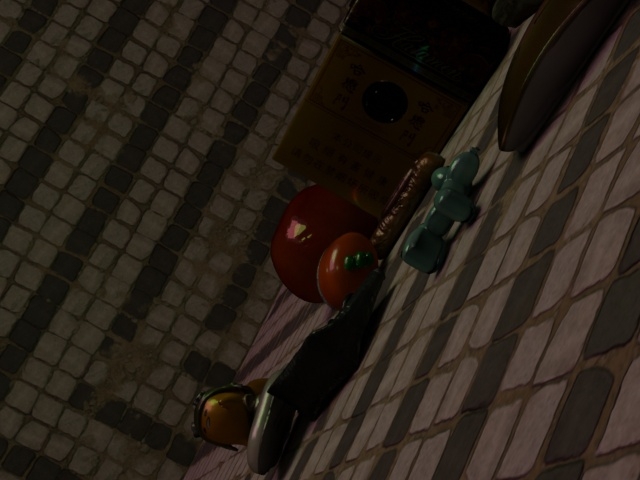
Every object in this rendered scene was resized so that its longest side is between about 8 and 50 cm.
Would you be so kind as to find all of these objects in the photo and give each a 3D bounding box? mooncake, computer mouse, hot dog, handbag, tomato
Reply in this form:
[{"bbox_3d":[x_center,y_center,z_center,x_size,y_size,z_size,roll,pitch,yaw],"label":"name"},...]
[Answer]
[{"bbox_3d":[0.326,-0.399,1.850,0.130,0.073,0.125,-61,1,-21],"label":"mooncake"},{"bbox_3d":[0.287,-0.245,1.412,0.310,0.072,0.158,-58,8,29],"label":"computer mouse"},{"bbox_3d":[0.139,-0.064,2.037,0.216,0.047,0.066,-59,3,23],"label":"hot dog"},{"bbox_3d":[0.016,0.166,1.866,0.175,0.088,0.270,-56,0,-43],"label":"handbag"},{"bbox_3d":[-0.002,0.003,2.359,0.260,0.180,0.260,-63,4,8],"label":"tomato"}]

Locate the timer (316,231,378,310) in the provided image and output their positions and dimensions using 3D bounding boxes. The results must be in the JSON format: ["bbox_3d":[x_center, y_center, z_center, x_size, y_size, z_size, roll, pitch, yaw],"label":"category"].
[{"bbox_3d":[0.048,0.048,2.013,0.136,0.099,0.136,-179,90,-79],"label":"timer"}]

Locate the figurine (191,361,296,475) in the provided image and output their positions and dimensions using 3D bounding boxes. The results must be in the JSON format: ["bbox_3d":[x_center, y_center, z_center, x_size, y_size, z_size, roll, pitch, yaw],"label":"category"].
[{"bbox_3d":[-0.127,0.282,1.989,0.250,0.141,0.166,-48,-36,-68],"label":"figurine"}]

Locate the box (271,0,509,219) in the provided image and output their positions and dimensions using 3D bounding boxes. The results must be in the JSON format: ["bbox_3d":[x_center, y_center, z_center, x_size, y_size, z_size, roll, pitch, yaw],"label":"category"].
[{"bbox_3d":[0.118,-0.260,2.102,0.415,0.264,0.116,-57,5,34],"label":"box"}]

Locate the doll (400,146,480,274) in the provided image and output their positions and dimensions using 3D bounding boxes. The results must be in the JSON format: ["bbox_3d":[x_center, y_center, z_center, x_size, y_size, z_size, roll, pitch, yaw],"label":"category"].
[{"bbox_3d":[0.168,-0.049,1.585,0.159,0.059,0.158,-61,5,22],"label":"doll"}]

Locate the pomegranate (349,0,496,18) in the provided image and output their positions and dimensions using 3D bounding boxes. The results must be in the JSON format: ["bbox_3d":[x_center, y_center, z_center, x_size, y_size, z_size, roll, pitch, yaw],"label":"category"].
[{"bbox_3d":[0.195,-0.437,2.276,0.322,0.322,0.322,-61,5,9],"label":"pomegranate"}]
